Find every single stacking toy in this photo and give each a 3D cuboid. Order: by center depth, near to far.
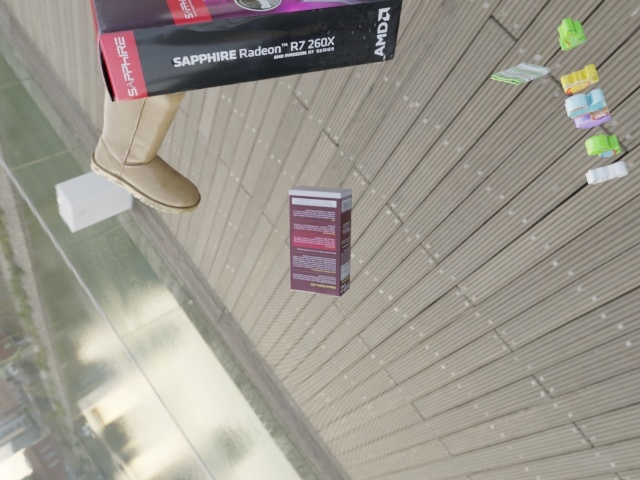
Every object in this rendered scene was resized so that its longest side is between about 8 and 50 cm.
[{"bbox_3d":[0.353,-0.173,0.692,0.052,0.221,0.166,-17,78,31],"label":"stacking toy"}]

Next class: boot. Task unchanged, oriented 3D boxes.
[{"bbox_3d":[-0.298,-0.182,0.953,0.236,0.089,0.269,23,137,-17],"label":"boot"}]

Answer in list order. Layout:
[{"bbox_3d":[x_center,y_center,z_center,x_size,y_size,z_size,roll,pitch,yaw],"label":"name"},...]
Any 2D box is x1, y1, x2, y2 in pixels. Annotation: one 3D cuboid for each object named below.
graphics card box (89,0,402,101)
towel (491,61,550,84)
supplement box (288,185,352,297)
[{"bbox_3d":[-0.107,-0.305,0.692,0.094,0.371,0.232,94,157,-46],"label":"graphics card box"},{"bbox_3d":[0.638,-0.534,1.657,0.113,0.152,0.023,35,141,47],"label":"towel"},{"bbox_3d":[0.000,0.000,1.189,0.130,0.073,0.239,7,105,23],"label":"supplement box"}]
